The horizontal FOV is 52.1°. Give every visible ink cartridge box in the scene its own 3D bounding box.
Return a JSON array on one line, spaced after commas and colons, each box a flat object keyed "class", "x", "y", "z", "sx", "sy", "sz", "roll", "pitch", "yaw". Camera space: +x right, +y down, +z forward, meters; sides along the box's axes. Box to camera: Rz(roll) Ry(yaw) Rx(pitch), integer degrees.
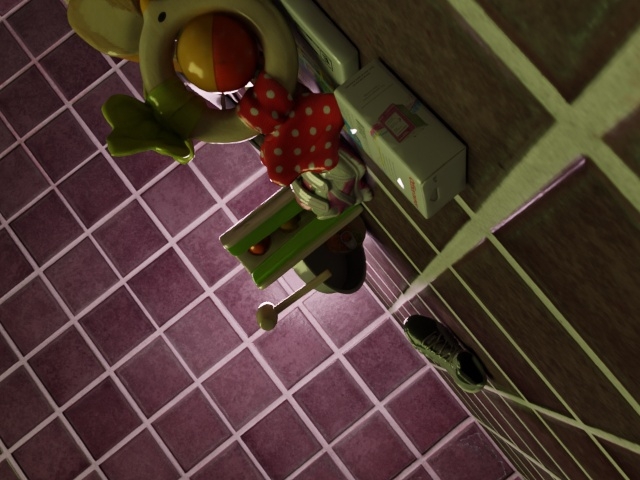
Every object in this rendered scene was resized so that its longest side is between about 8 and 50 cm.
[{"class": "ink cartridge box", "x": 0.074, "y": -0.089, "z": 0.592, "sx": 0.122, "sy": 0.052, "sz": 0.088, "roll": 52, "pitch": 178, "yaw": 21}]

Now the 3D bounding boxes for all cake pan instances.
[{"class": "cake pan", "x": 0.000, "y": 0.000, "z": 1.553, "sx": 0.293, "sy": 0.054, "sz": 0.293, "roll": 35, "pitch": -140, "yaw": -36}]

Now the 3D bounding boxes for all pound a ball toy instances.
[{"class": "pound a ball toy", "x": -0.059, "y": 0.006, "z": 1.368, "sx": 0.208, "sy": 0.319, "sz": 0.136, "roll": 52, "pitch": 178, "yaw": -19}]

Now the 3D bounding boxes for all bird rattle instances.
[{"class": "bird rattle", "x": -0.097, "y": -0.158, "z": 0.671, "sx": 0.143, "sy": 0.253, "sz": 0.207, "roll": -59, "pitch": -31, "yaw": -63}]

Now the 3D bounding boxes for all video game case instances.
[{"class": "video game case", "x": -0.032, "y": -0.237, "z": 0.733, "sx": 0.227, "sy": 0.026, "sz": 0.206, "roll": 50, "pitch": 177, "yaw": 12}]

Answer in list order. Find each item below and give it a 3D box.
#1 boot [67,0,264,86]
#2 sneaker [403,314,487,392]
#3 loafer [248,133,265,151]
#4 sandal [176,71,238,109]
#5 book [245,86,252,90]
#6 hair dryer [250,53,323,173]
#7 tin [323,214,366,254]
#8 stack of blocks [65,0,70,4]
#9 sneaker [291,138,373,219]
[{"class": "boot", "x": -0.222, "y": -0.303, "z": 1.017, "sx": 0.295, "sy": 0.104, "sz": 0.211, "roll": 23, "pitch": -171, "yaw": 22}, {"class": "sneaker", "x": 0.284, "y": 0.240, "z": 1.444, "sx": 0.228, "sy": 0.086, "sz": 0.132, "roll": 41, "pitch": 171, "yaw": 11}, {"class": "loafer", "x": -0.091, "y": -0.230, "z": 1.520, "sx": 0.109, "sy": 0.095, "sz": 0.303, "roll": 16, "pitch": -154, "yaw": -35}, {"class": "sandal", "x": -0.355, "y": -0.517, "z": 2.054, "sx": 0.167, "sy": 0.107, "sz": 0.445, "roll": 49, "pitch": -171, "yaw": 28}, {"class": "book", "x": -0.154, "y": -0.339, "z": 1.461, "sx": 0.144, "sy": 0.035, "sz": 0.096, "roll": 53, "pitch": 179, "yaw": -1}, {"class": "hair dryer", "x": -0.056, "y": -0.204, "z": 0.840, "sx": 0.294, "sy": 0.080, "sz": 0.224, "roll": 58, "pitch": -170, "yaw": -26}, {"class": "tin", "x": 0.026, "y": -0.055, "z": 1.481, "sx": 0.190, "sy": 0.106, "sz": 0.040, "roll": 53, "pitch": -175, "yaw": -15}, {"class": "stack of blocks", "x": -0.313, "y": -0.454, "z": 0.910, "sx": 0.171, "sy": 0.087, "sz": 0.297, "roll": 8, "pitch": 160, "yaw": 3}, {"class": "sneaker", "x": 0.007, "y": -0.097, "z": 1.044, "sx": 0.103, "sy": 0.111, "sz": 0.252, "roll": 50, "pitch": 177, "yaw": 26}]
